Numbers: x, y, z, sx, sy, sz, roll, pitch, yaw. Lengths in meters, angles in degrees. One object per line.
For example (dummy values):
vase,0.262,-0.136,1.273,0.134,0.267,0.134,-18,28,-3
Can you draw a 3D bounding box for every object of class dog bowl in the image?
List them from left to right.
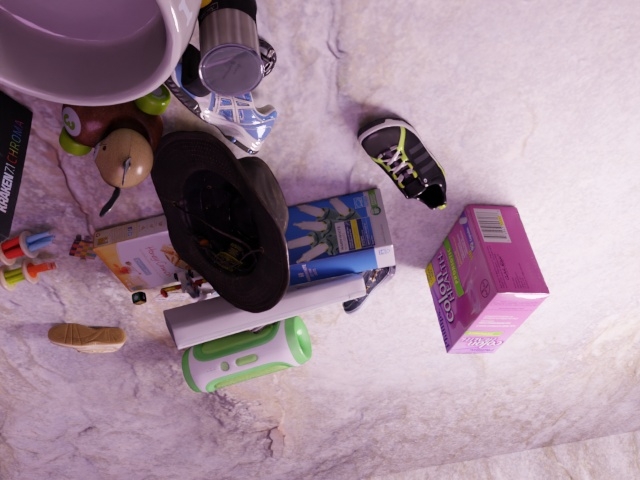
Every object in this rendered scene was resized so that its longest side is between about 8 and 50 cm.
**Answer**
dog bowl,-0.306,-0.289,0.772,0.349,0.102,0.349,3,152,1

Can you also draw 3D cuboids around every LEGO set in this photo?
LEGO set,-0.252,0.113,1.386,0.244,0.060,0.182,5,152,-39

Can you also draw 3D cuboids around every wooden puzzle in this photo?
wooden puzzle,-0.455,0.017,1.305,0.049,0.006,0.083,12,139,-27

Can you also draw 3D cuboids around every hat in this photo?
hat,-0.133,-0.049,1.126,0.134,0.331,0.331,-37,161,-37

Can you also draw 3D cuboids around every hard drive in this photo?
hard drive,-0.116,0.123,1.301,0.353,0.047,0.233,-14,-175,-16

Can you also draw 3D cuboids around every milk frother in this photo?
milk frother,-0.106,-0.245,0.912,0.143,0.135,0.129,15,139,-30

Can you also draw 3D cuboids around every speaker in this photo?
speaker,-0.176,0.273,1.618,0.296,0.131,0.131,-19,143,13

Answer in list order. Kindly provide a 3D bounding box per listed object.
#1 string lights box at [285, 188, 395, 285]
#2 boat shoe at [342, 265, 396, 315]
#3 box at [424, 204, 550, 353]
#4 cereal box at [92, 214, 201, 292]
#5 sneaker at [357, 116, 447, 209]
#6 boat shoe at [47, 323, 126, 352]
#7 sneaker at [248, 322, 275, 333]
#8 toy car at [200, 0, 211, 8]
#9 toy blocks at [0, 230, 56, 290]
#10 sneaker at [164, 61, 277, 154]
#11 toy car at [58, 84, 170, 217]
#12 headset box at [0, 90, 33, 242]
string lights box,0.000,0.000,1.273,0.260,0.133,0.077,-12,146,3
boat shoe,0.081,0.094,1.486,0.083,0.065,0.183,16,131,-28
box,0.331,0.084,1.392,0.117,0.213,0.243,2,143,-15
cereal box,-0.290,0.019,1.308,0.240,0.047,0.173,-13,145,6
sneaker,0.157,-0.125,1.165,0.084,0.097,0.235,-33,138,29
boat shoe,-0.532,0.230,1.534,0.170,0.063,0.059,9,135,-25
sneaker,-0.172,0.185,1.549,0.170,0.063,0.075,-16,138,2
toy car,-0.200,-0.393,0.760,0.225,0.053,0.239,11,139,-24
toy blocks,-0.548,0.034,1.268,0.148,0.054,0.123,-17,143,10
sneaker,-0.154,-0.216,1.010,0.211,0.080,0.081,33,102,-40
toy car,-0.303,-0.130,0.981,0.149,0.188,0.155,13,138,-28
headset box,-0.547,-0.136,0.874,0.131,0.246,0.283,-26,140,23
